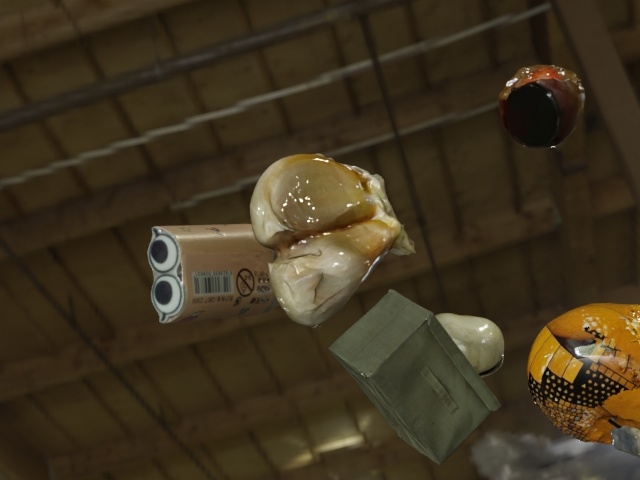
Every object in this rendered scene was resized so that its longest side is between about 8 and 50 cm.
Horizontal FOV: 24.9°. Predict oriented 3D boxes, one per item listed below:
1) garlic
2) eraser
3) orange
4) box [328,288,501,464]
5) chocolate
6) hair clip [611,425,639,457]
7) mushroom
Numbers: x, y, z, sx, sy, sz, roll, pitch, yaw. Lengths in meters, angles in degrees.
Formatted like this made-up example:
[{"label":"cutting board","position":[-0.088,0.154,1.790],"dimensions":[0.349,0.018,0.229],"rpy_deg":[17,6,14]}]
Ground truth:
[{"label":"garlic","position":[0.000,0.000,2.532],"dimensions":[0.249,0.286,0.313],"rpy_deg":[5,26,42]},{"label":"eraser","position":[-0.179,0.056,2.601],"dimensions":[0.087,0.171,0.290],"rpy_deg":[-5,-1,37]},{"label":"orange","position":[0.410,0.186,2.079],"dimensions":[0.234,0.182,0.234],"rpy_deg":[3,-28,2]},{"label":"box","position":[0.158,0.226,2.396],"dimensions":[0.149,0.155,0.231],"rpy_deg":[-43,-61,-10]},{"label":"chocolate","position":[0.319,-0.202,2.071],"dimensions":[0.133,0.124,0.127],"rpy_deg":[-41,-23,-44]},{"label":"hair clip","position":[0.361,0.212,1.490],"dimensions":[0.075,0.146,0.257],"rpy_deg":[-5,5,-5]},{"label":"mushroom","position":[0.254,0.194,2.616],"dimensions":[0.154,0.154,0.122],"rpy_deg":[-5,-60,-18]}]
